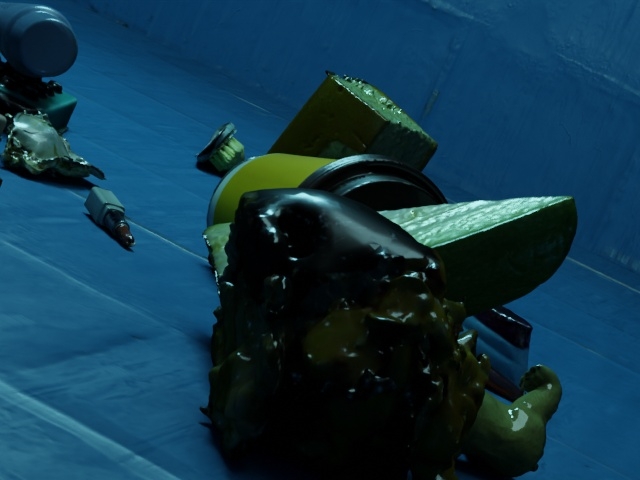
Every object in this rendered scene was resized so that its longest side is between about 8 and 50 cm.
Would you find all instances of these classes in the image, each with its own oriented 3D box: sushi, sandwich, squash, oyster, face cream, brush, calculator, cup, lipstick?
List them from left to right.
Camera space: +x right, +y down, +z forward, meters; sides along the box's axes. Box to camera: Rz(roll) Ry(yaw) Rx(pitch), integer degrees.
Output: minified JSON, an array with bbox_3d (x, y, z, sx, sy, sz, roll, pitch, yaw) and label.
[{"bbox_3d":[-0.429,-0.202,2.076,0.274,0.058,0.248,25,9,-1],"label":"calculator"},{"bbox_3d":[-0.362,-0.254,2.127,0.136,0.086,0.385,26,2,-19],"label":"face cream"},{"bbox_3d":[-0.299,-0.103,1.849,0.108,0.053,0.166,55,11,17],"label":"oyster"},{"bbox_3d":[-0.205,-0.020,1.700,0.025,0.025,0.107,18,17,-32],"label":"lipstick"},{"bbox_3d":[-0.134,-0.133,2.486,0.060,0.068,0.297,43,5,-6],"label":"brush"},{"bbox_3d":[-0.001,-0.064,1.883,0.128,0.235,0.122,43,9,28],"label":"sandwich"},{"bbox_3d":[0.000,0.000,1.658,0.196,0.196,0.280,20,2,-29],"label":"cup"},{"bbox_3d":[0.024,0.083,1.220,0.204,0.213,0.200,9,35,-12],"label":"sushi"},{"bbox_3d":[0.058,0.023,1.415,0.289,0.111,0.203,-19,22,-2],"label":"squash"}]

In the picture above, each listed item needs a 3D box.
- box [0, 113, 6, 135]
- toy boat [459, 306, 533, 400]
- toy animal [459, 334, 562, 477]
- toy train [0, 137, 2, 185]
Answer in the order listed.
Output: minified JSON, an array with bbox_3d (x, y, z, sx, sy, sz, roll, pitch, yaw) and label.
[{"bbox_3d":[-0.384,-0.133,1.814,0.115,0.048,0.025,30,6,28],"label":"box"},{"bbox_3d":[0.093,0.062,1.891,0.136,0.079,0.392,13,11,-46],"label":"toy boat"},{"bbox_3d":[0.106,0.143,1.414,0.219,0.103,0.101,24,31,-29],"label":"toy animal"},{"bbox_3d":[-0.337,-0.081,1.432,0.170,0.111,0.071,29,14,28],"label":"toy train"}]
